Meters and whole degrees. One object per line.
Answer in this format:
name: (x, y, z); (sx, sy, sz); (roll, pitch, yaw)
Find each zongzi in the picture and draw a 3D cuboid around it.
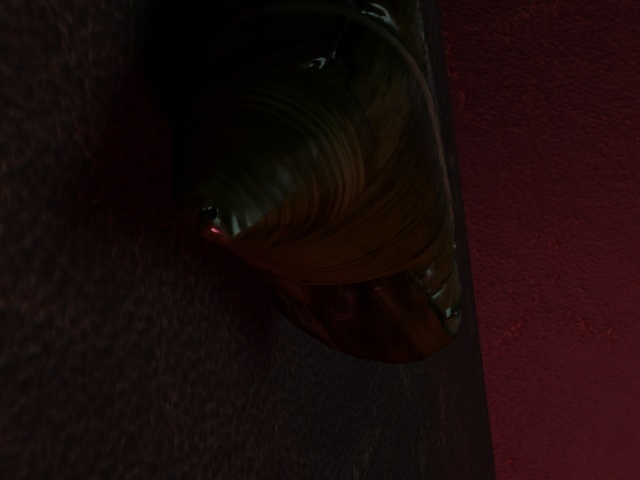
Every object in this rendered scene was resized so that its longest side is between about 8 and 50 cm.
zongzi: (0.000, 0.000, 0.660); (0.288, 0.134, 0.285); (-80, 158, -53)
